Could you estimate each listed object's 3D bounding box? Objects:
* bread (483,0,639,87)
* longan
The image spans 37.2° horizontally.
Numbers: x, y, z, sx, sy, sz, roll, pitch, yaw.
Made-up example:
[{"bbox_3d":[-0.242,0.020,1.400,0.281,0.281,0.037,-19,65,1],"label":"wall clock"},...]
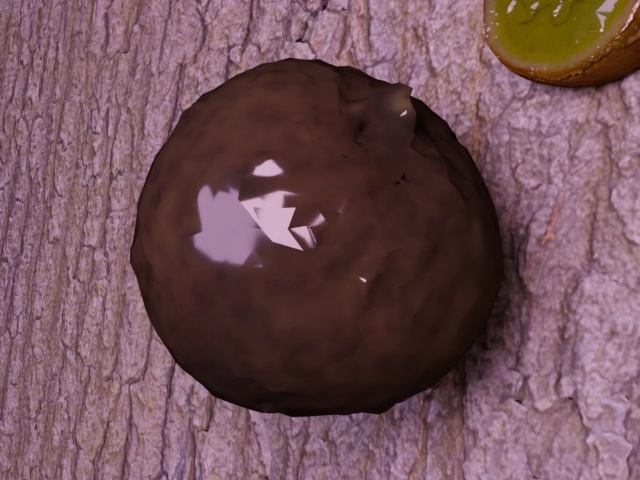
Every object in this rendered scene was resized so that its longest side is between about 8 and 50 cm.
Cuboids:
[{"bbox_3d":[0.270,-0.267,0.978,0.236,0.070,0.236,-15,70,50],"label":"bread"},{"bbox_3d":[0.000,0.000,1.008,0.391,0.391,0.391,-13,73,49],"label":"longan"}]
